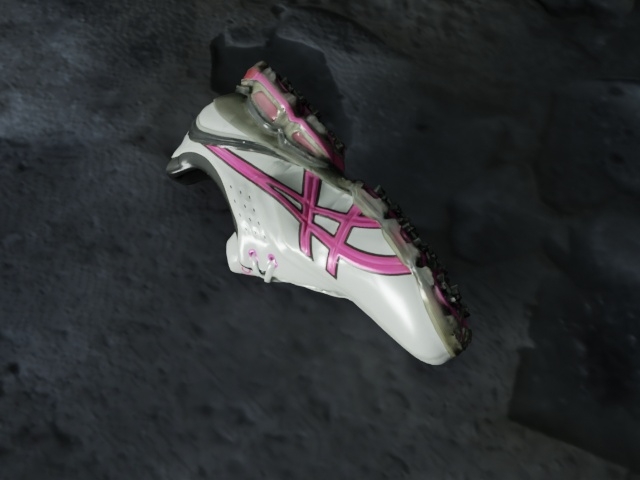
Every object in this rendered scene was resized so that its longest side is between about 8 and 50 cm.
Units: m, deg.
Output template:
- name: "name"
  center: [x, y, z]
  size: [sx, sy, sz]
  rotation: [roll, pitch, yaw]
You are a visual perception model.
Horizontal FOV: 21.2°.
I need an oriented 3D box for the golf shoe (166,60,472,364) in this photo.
- name: "golf shoe"
  center: [0.000, 0.000, 0.853]
  size: [0.086, 0.067, 0.186]
  rotation: [-42, 66, 3]
